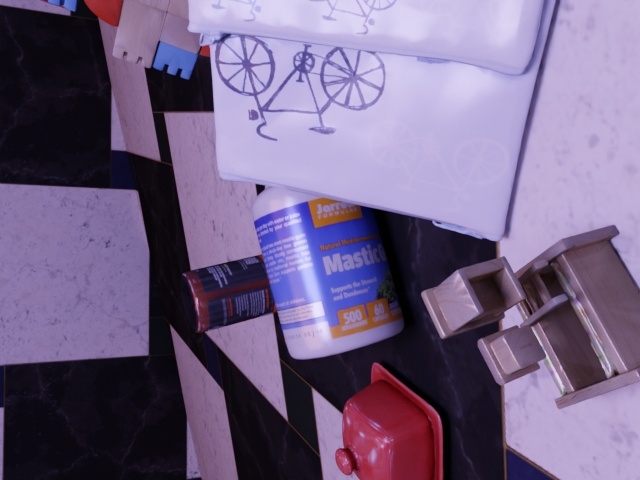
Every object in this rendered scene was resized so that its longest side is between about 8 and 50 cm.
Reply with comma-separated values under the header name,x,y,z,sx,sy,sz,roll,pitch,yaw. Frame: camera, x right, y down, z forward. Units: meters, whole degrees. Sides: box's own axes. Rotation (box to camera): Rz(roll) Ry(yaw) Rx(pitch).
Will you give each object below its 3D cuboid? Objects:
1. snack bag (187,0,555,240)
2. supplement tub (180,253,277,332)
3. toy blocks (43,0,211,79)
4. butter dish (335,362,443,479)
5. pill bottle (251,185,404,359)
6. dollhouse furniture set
name,x,y,z,sx,sy,sz,roll,pitch,yaw
snack bag,0.027,-0.172,0.531,0.323,0.037,0.342,14,123,17
supplement tub,-0.127,0.083,1.024,0.106,0.198,0.106,41,137,53
toy blocks,-0.166,-0.304,0.700,0.261,0.382,0.190,133,146,-53
butter dish,0.075,0.267,0.787,0.160,0.118,0.160,31,130,58
pill bottle,0.000,0.000,0.770,0.152,0.152,0.272,-22,82,65
dollhouse furniture set,0.173,0.104,0.446,0.181,0.161,0.101,68,154,20
